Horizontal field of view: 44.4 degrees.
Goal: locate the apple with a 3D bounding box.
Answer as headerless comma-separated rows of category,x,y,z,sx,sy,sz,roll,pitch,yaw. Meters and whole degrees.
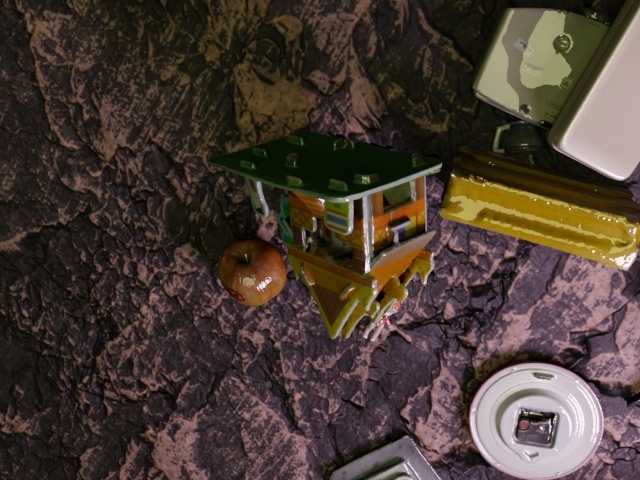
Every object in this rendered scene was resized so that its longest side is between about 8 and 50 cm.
apple,-0.125,0.057,1.452,0.126,0.126,0.102,-7,138,13

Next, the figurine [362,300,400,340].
figurine,0.112,0.141,1.466,0.064,0.047,0.109,25,118,-5

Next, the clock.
clock,0.400,0.337,1.462,0.244,0.056,0.244,3,107,10

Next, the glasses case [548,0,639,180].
glasses case,0.478,-0.253,1.180,0.131,0.070,0.313,26,103,-8

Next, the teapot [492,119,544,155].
teapot,0.334,-0.174,1.327,0.088,0.066,0.057,-3,86,35

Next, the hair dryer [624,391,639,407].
hair dryer,0.722,0.284,1.377,0.340,0.123,0.313,-19,113,27

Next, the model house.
model house,0.000,0.000,1.299,0.357,0.242,0.313,19,119,42

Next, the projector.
projector,0.394,-0.273,1.258,0.269,0.088,0.194,22,105,-2

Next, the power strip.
power strip,0.140,0.510,1.558,0.213,0.064,0.198,-34,99,17

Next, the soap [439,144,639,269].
soap,0.357,-0.060,1.282,0.314,0.199,0.091,16,113,4
